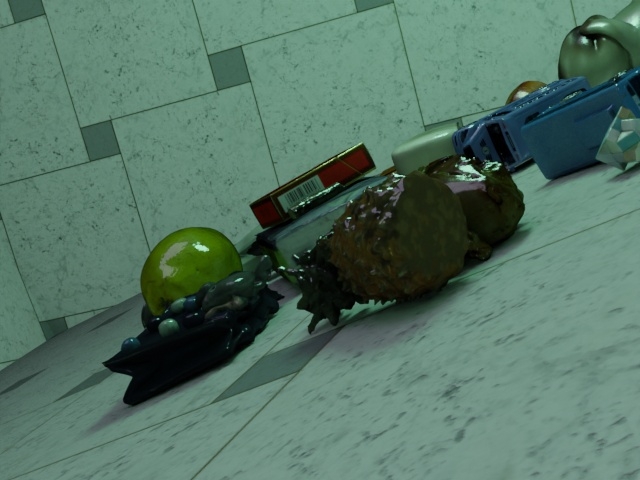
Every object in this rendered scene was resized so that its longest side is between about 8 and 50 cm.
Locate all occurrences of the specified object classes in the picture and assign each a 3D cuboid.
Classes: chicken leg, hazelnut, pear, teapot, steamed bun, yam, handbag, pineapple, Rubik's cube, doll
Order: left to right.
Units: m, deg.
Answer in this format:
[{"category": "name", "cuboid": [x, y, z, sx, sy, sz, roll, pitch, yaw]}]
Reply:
[{"category": "teapot", "cuboid": [-0.352, 0.187, 2.174, 0.091, 0.124, 0.092, -3, -22, 39]}, {"category": "pear", "cuboid": [-0.277, 0.076, 2.071, 0.212, 0.212, 0.269, -24, 17, 32]}, {"category": "handbag", "cuboid": [-0.195, 0.138, 1.615, 0.269, 0.118, 0.325, -25, 8, 16]}, {"category": "yam", "cuboid": [-0.006, -0.082, 1.878, 0.129, 0.027, 0.033, -31, 7, -25]}, {"category": "pineapple", "cuboid": [0.046, 0.025, 1.278, 0.169, 0.169, 0.340, -32, 4, -36]}, {"category": "chicken leg", "cuboid": [0.162, -0.043, 1.408, 0.211, 0.140, 0.361, -40, 14, -27]}, {"category": "steamed bun", "cuboid": [0.251, -0.168, 2.086, 0.164, 0.146, 0.241, -24, 7, 11]}, {"category": "hazelnut", "cuboid": [0.515, -0.306, 2.282, 0.150, 0.150, 0.150, -27, 5, 3]}, {"category": "doll", "cuboid": [0.748, -0.483, 2.297, 0.370, 0.226, 0.215, -22, 41, 10]}, {"category": "Rubik's cube", "cuboid": [0.435, -0.138, 1.330, 0.075, 0.073, 0.084, -62, -9, -6]}]

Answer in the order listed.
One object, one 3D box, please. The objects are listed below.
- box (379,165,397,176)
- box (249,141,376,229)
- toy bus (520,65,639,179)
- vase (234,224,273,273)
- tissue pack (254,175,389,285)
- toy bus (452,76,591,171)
[{"category": "box", "cuboid": [0.251, -0.182, 2.604, 0.174, 0.076, 0.274, -28, 5, 12]}, {"category": "box", "cuboid": [-0.018, -0.114, 1.995, 0.240, 0.074, 0.153, -31, 2, -21]}, {"category": "toy bus", "cuboid": [0.446, -0.188, 1.517, 0.134, 0.116, 0.234, -32, 5, -32]}, {"category": "vase", "cuboid": [-0.093, -0.003, 2.250, 0.360, 0.165, 0.165, -31, 5, 1]}, {"category": "tissue pack", "cuboid": [0.024, -0.023, 1.968, 0.288, 0.124, 0.394, -28, 6, -6]}, {"category": "toy bus", "cuboid": [0.420, -0.226, 1.939, 0.292, 0.125, 0.133, -28, 6, -17]}]
